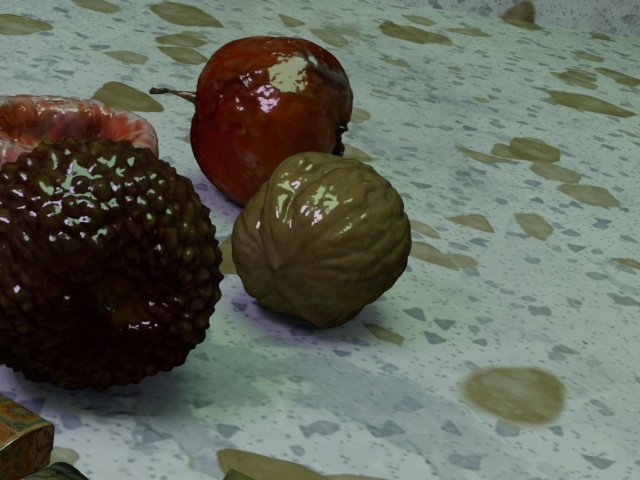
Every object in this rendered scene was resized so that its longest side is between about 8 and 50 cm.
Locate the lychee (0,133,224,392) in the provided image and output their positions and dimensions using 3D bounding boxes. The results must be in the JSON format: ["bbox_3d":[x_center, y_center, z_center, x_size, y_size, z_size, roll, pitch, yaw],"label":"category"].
[{"bbox_3d":[-0.222,0.013,1.237,0.271,0.271,0.271,11,22,-4],"label":"lychee"}]

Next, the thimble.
[{"bbox_3d":[-0.301,-0.061,1.470,0.239,0.162,0.239,8,24,-3],"label":"thimble"}]

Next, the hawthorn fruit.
[{"bbox_3d":[-0.094,-0.167,1.734,0.272,0.241,0.242,16,23,9],"label":"hawthorn fruit"}]

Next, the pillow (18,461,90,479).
[{"bbox_3d":[-0.182,0.244,0.938,0.208,0.052,0.212,30,21,24],"label":"pillow"}]

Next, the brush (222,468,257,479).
[{"bbox_3d":[-0.033,0.266,0.936,0.103,0.047,0.233,31,20,-16],"label":"brush"}]

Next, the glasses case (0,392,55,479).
[{"bbox_3d":[-0.332,0.138,1.117,0.218,0.049,0.075,24,25,27],"label":"glasses case"}]

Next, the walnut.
[{"bbox_3d":[0.000,0.000,1.454,0.213,0.213,0.213,11,22,-4],"label":"walnut"}]
